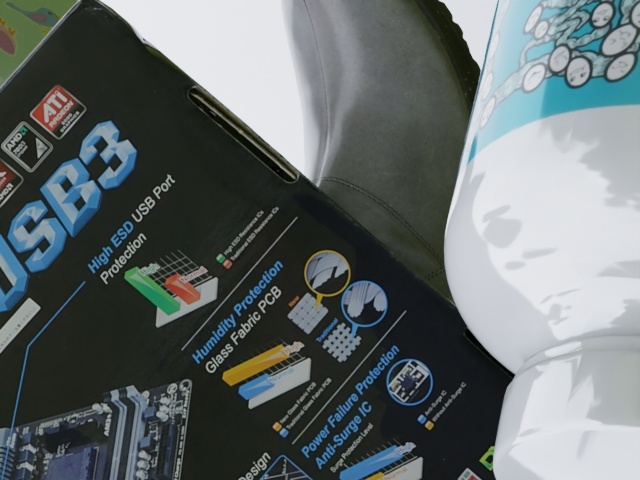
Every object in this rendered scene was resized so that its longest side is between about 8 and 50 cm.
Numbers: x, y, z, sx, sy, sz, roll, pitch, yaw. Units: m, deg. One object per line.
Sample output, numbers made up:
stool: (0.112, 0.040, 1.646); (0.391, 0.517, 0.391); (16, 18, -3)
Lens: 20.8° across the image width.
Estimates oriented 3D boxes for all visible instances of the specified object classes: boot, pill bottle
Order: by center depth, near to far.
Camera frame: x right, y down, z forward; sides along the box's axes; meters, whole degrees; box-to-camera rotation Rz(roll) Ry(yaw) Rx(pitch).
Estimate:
pill bottle: (0.121, -0.041, 0.536); (0.146, 0.146, 0.264); (38, -126, -37)
boot: (0.000, 0.000, 0.987); (0.222, 0.118, 0.338); (-17, -94, -39)

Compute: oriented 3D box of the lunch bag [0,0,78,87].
lunch bag: (-0.248, -0.043, 1.045); (0.108, 0.279, 0.224); (33, -153, -5)

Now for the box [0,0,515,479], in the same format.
box: (-0.071, 0.113, 0.652); (0.293, 0.295, 0.073); (40, 174, 2)
